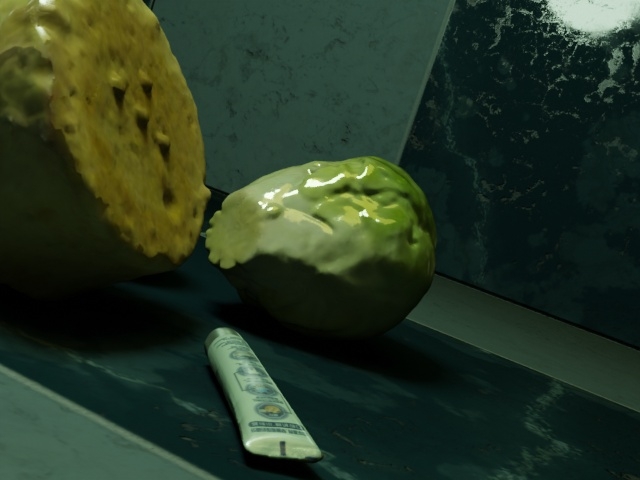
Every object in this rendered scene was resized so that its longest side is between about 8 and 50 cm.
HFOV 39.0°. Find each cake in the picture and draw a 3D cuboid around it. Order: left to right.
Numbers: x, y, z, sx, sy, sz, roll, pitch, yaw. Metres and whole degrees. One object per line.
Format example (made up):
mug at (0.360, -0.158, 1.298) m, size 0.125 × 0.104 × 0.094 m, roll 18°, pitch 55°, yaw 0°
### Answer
cake at (-0.317, -0.088, 0.922) m, size 0.321 × 0.332 × 0.332 m, roll -12°, pitch -3°, yaw 15°

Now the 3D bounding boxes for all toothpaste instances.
toothpaste at (-0.059, 0.126, 0.760) m, size 0.062 × 0.039 × 0.239 m, roll 12°, pitch 9°, yaw -20°

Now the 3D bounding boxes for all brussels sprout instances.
brussels sprout at (0.013, 0.003, 1.169) m, size 0.273 × 0.243 × 0.316 m, roll 15°, pitch 4°, yaw 20°
